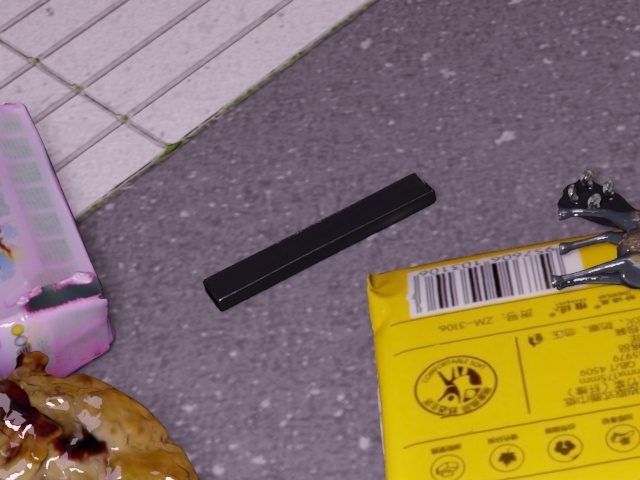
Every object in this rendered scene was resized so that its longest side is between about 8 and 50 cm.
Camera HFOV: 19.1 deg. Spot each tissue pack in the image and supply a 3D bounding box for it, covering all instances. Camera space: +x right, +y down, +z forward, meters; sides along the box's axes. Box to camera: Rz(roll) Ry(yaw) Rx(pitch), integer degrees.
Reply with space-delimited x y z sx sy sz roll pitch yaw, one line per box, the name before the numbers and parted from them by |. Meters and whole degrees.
tissue pack | 0.230 0.140 1.111 0.381 0.228 0.293 -11 38 6

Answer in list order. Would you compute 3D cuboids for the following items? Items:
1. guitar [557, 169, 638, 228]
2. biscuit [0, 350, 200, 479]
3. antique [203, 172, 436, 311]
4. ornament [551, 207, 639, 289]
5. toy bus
guitar | 0.276 0.007 1.371 0.084 0.038 0.271 -38 48 -24
biscuit | -0.230 0.195 1.211 0.334 0.081 0.289 -20 63 -26
antique | 0.000 0.000 1.470 0.192 0.015 0.031 -27 44 -13
ornament | 0.195 0.005 1.082 0.125 0.028 0.073 -3 38 17
toy bus | -0.246 0.000 1.487 0.112 0.090 0.274 -18 44 -11
